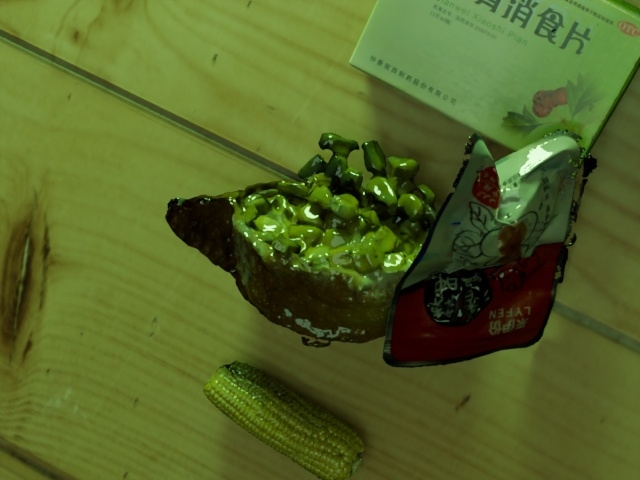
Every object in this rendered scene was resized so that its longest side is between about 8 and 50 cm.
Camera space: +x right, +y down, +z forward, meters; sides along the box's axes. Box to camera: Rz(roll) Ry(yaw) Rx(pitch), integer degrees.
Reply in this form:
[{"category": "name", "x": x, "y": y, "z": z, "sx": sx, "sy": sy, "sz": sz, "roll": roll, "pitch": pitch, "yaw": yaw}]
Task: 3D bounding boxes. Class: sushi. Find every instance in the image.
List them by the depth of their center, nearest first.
[{"category": "sushi", "x": 0.004, "y": 0.000, "z": 1.249, "sx": 0.296, "sy": 0.167, "sz": 0.179, "roll": 20, "pitch": 133, "yaw": 19}]

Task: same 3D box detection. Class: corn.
[{"category": "corn", "x": -0.041, "y": 0.209, "z": 1.362, "sx": 0.203, "sy": 0.072, "sz": 0.072, "roll": 31, "pitch": 112, "yaw": 9}]

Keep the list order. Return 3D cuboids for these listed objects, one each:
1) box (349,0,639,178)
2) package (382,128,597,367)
[{"category": "box", "x": 0.182, "y": -0.198, "z": 1.179, "sx": 0.261, "sy": 0.062, "sz": 0.175, "roll": 30, "pitch": 112, "yaw": 9}, {"category": "package", "x": 0.170, "y": 0.010, "z": 1.178, "sx": 0.194, "sy": 0.071, "sz": 0.269, "roll": 0, "pitch": 129, "yaw": -14}]
